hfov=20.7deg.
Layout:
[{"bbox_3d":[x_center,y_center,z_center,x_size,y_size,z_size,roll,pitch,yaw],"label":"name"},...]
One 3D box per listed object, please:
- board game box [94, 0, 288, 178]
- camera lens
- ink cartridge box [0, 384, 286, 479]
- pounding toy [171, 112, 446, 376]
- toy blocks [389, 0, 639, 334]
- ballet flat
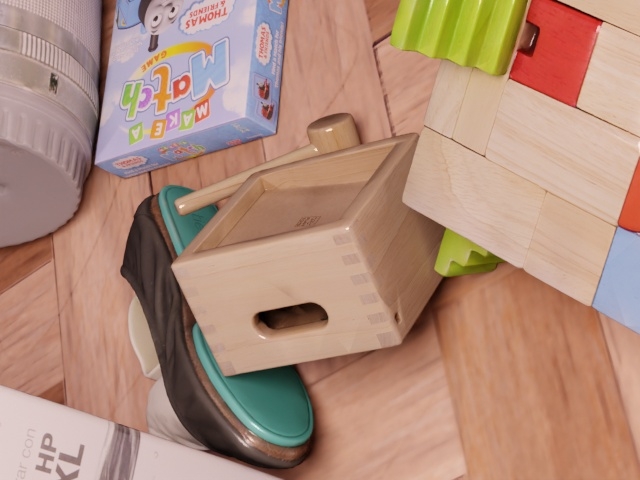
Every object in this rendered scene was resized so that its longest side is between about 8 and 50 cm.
[{"bbox_3d":[-0.094,-0.164,1.331,0.160,0.039,0.211,-14,63,38],"label":"board game box"},{"bbox_3d":[-0.282,-0.157,1.373,0.219,0.219,0.274,-22,57,35],"label":"camera lens"},{"bbox_3d":[-0.161,0.214,1.020,0.129,0.307,0.223,1,72,44],"label":"ink cartridge box"},{"bbox_3d":[-0.006,-0.001,1.120,0.181,0.094,0.206,-12,23,30],"label":"pounding toy"},{"bbox_3d":[0.201,-0.102,0.913,0.261,0.191,0.381,32,114,38],"label":"toy blocks"},{"bbox_3d":[-0.077,0.077,1.173,0.096,0.095,0.280,-55,33,23],"label":"ballet flat"}]
